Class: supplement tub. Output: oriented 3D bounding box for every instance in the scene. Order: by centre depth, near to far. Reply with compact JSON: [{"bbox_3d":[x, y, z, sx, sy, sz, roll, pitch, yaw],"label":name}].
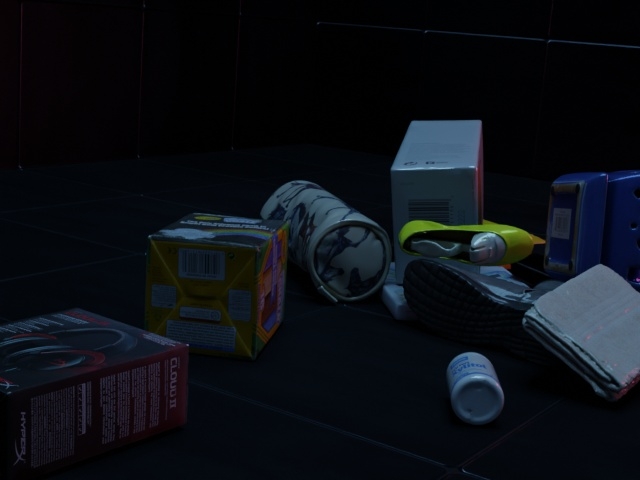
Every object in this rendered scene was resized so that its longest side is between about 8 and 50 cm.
[{"bbox_3d":[0.207,0.198,1.405,0.071,0.071,0.107,5,12,1],"label":"supplement tub"}]

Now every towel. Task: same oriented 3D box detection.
[{"bbox_3d":[0.434,0.135,1.587,0.187,0.049,0.282,43,37,23],"label":"towel"}]

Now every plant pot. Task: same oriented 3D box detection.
[{"bbox_3d":[0.535,-0.017,1.890,0.212,0.236,0.236,4,2,-7],"label":"plant pot"}]

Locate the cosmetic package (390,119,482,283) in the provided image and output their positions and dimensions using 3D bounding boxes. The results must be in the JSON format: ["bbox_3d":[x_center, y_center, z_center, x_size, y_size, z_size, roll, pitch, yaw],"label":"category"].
[{"bbox_3d":[0.245,-0.090,2.099,0.161,0.230,0.453,-1,18,10],"label":"cosmetic package"}]

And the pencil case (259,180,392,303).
[{"bbox_3d":[0.000,0.000,2.072,0.160,0.183,0.410,30,3,-22],"label":"pencil case"}]

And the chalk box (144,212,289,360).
[{"bbox_3d":[-0.153,0.060,1.680,0.180,0.179,0.289,6,11,9],"label":"chalk box"}]

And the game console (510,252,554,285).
[{"bbox_3d":[0.551,0.073,2.138,0.213,0.044,0.361,25,18,34],"label":"game console"}]

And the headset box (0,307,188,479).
[{"bbox_3d":[-0.315,0.171,1.246,0.218,0.110,0.293,13,15,37],"label":"headset box"}]

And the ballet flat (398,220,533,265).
[{"bbox_3d":[0.243,0.011,1.776,0.231,0.077,0.077,6,20,15],"label":"ballet flat"}]

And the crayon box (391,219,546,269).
[{"bbox_3d":[0.328,0.006,2.338,0.202,0.081,0.318,-2,13,-28],"label":"crayon box"}]

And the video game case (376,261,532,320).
[{"bbox_3d":[0.256,0.096,1.994,0.300,0.036,0.329,2,12,-9],"label":"video game case"}]

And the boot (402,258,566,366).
[{"bbox_3d":[0.325,0.109,1.777,0.338,0.118,0.223,26,25,31],"label":"boot"}]
